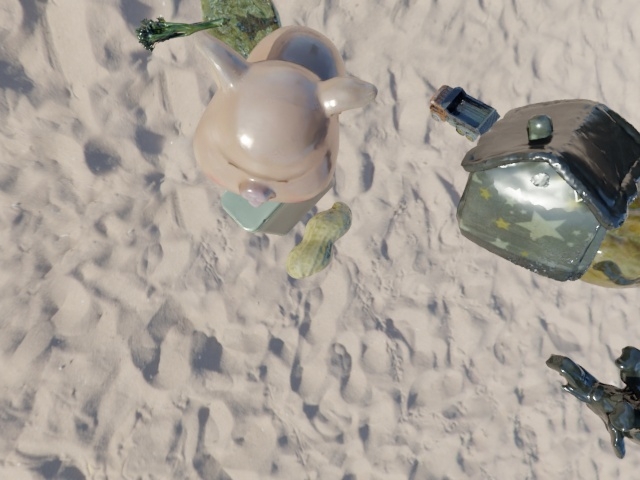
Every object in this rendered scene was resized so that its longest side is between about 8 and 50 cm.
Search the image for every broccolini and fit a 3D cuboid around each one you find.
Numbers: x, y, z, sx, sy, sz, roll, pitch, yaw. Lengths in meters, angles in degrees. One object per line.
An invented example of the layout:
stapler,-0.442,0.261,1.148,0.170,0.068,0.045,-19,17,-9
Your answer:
broccolini,-0.301,-0.472,0.928,0.201,0.058,0.074,-17,62,2

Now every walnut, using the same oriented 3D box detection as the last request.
walnut,0.604,-0.016,0.858,0.282,0.283,0.228,8,90,-22

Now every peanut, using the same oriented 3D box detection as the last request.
peanut,0.000,0.000,0.864,0.082,0.082,0.187,36,75,-20

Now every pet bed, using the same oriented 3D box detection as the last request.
pet bed,0.287,-0.085,0.532,0.211,0.183,0.159,-40,147,-35

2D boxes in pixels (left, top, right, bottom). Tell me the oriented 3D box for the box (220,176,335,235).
box,-0.133,-0.183,1.563,0.352,0.344,0.177,-46,76,6

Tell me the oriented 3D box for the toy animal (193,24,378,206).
toy animal,-0.055,-0.200,0.652,0.236,0.269,0.327,16,71,-4

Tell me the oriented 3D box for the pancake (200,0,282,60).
pancake,-0.206,-0.568,1.132,0.253,0.253,0.037,42,52,-20

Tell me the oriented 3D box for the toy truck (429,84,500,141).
toy truck,0.393,-0.356,1.186,0.083,0.192,0.092,-49,152,1

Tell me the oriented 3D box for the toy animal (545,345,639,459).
toy animal,0.391,0.213,0.504,0.114,0.245,0.146,-48,123,2
